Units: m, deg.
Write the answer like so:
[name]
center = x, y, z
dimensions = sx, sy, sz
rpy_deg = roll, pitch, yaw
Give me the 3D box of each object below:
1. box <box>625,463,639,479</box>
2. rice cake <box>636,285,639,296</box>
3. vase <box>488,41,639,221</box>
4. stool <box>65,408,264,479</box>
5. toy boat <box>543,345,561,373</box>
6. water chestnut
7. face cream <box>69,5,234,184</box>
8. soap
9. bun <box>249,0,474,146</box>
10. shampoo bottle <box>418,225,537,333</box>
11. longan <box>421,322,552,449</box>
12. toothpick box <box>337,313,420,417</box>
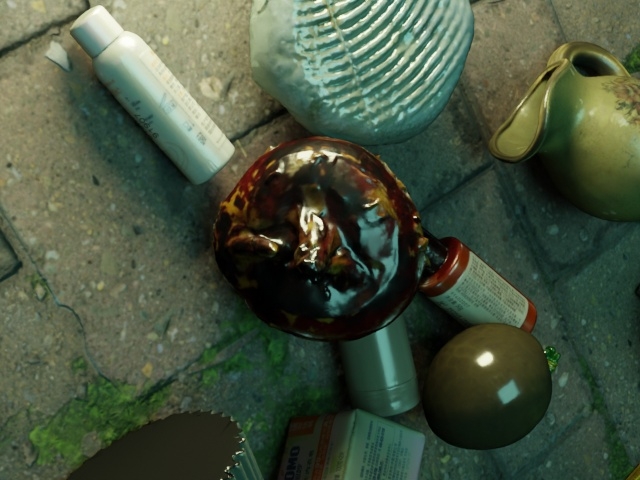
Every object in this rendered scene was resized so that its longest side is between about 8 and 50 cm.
[box]
center = 0.592, 0.491, 1.771
dimensions = 0.156, 0.022, 0.089
rpy_deg = -39, 108, -21
[rice cake]
center = 0.665, 0.034, 1.784
dimensions = 0.033, 0.033, 0.207
rpy_deg = 45, 71, -12
[vase]
center = 0.458, -0.209, 1.580
dimensions = 0.302, 0.241, 0.329
rpy_deg = 24, 52, -14
[stool]
center = -0.166, 0.439, 1.221
dimensions = 0.297, 0.297, 0.330
rpy_deg = -34, 112, -23
[toy boat]
center = 0.296, 0.239, 1.560
dimensions = 0.230, 0.089, 0.088
rpy_deg = -15, 114, -16
[water chestnut]
center = 0.000, 0.000, 1.266
dimensions = 0.300, 0.300, 0.299
rpy_deg = -1, 93, -28
[face cream]
center = -0.228, -0.197, 1.267
dimensions = 0.082, 0.082, 0.269
rpy_deg = -48, 111, -18
[soap]
center = 0.032, 0.357, 1.351
dimensions = 0.138, 0.182, 0.199
rpy_deg = 26, 63, -26
[bun]
center = 0.046, -0.301, 1.345
dimensions = 0.355, 0.194, 0.354
rpy_deg = -3, 96, -30
[shampoo bottle]
center = 0.222, 0.066, 1.507
dimensions = 0.278, 0.104, 0.104
rpy_deg = 38, 75, -24
[longan]
center = 0.255, 0.222, 1.426
dimensions = 0.212, 0.198, 0.198
rpy_deg = -36, 109, -41
[toothpick box]
center = 0.084, 0.170, 1.433
dimensions = 0.111, 0.111, 0.180
rpy_deg = -16, 99, -27
